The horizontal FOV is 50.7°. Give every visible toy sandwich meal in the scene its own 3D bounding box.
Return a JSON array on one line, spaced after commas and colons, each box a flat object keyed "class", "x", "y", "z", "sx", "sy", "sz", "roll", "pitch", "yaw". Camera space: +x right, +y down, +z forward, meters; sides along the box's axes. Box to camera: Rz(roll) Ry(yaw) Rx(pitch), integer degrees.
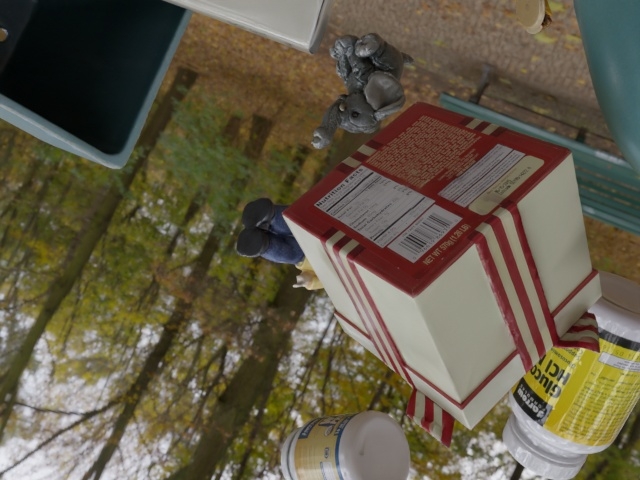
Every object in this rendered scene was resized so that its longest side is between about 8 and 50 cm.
[{"class": "toy sandwich meal", "x": 0.357, "y": -0.388, "z": 1.122, "sx": 0.029, "sy": 0.085, "sz": 0.085, "roll": -16, "pitch": -165, "yaw": -14}]

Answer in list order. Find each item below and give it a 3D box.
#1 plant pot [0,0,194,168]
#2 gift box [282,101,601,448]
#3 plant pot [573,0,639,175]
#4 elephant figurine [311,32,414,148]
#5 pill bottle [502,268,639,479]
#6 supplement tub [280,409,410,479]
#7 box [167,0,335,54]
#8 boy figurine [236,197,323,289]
[{"class": "plant pot", "x": -0.333, "y": -0.252, "z": 0.738, "sx": 0.252, "sy": 0.247, "sz": 0.248, "roll": 15, "pitch": 169, "yaw": 37}, {"class": "gift box", "x": 0.145, "y": 0.042, "z": 0.740, "sx": 0.276, "sy": 0.255, "sz": 0.258, "roll": 40, "pitch": 164, "yaw": 48}, {"class": "plant pot", "x": 0.425, "y": -0.178, "z": 0.697, "sx": 0.293, "sy": 0.235, "sz": 0.293, "roll": 1, "pitch": 164, "yaw": 0}, {"class": "elephant figurine", "x": 0.092, "y": -0.294, "z": 1.411, "sx": 0.186, "sy": 0.239, "sz": 0.169, "roll": -3, "pitch": 170, "yaw": 18}, {"class": "pill bottle", "x": 0.434, "y": 0.230, "z": 1.134, "sx": 0.188, "sy": 0.333, "sz": 0.188, "roll": 14, "pitch": -156, "yaw": -6}, {"class": "supplement tub", "x": 0.038, "y": 0.371, "z": 1.151, "sx": 0.144, "sy": 0.144, "sz": 0.200, "roll": 22, "pitch": 151, "yaw": -32}, {"class": "box", "x": -0.118, "y": -0.216, "z": 0.455, "sx": 0.275, "sy": 0.094, "sz": 0.113, "roll": 20, "pitch": -167, "yaw": -2}, {"class": "boy figurine", "x": 0.000, "y": 0.000, "z": 1.179, "sx": 0.285, "sy": 0.177, "sz": 0.092, "roll": 14, "pitch": 169, "yaw": -38}]
